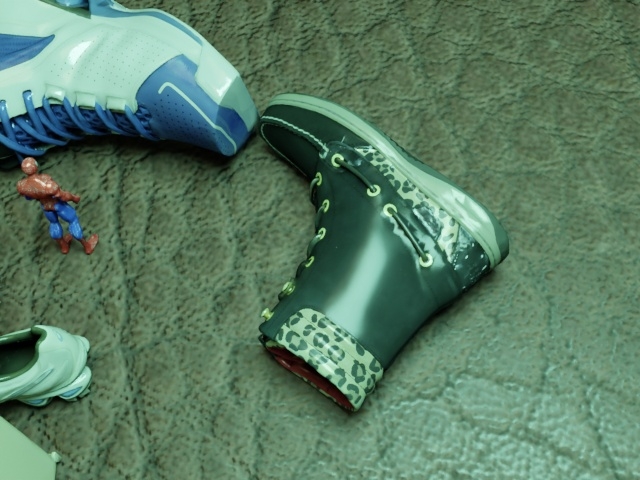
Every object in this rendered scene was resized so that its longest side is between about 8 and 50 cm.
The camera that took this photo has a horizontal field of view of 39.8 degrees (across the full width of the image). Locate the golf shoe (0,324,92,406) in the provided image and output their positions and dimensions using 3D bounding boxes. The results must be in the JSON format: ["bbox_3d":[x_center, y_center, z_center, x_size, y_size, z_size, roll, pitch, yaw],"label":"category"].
[{"bbox_3d":[-0.263,0.102,0.657,0.176,0.086,0.069,-23,62,-3],"label":"golf shoe"}]

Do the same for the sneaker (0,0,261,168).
[{"bbox_3d":[-0.217,-0.125,0.769,0.315,0.127,0.182,30,80,20],"label":"sneaker"}]

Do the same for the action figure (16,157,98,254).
[{"bbox_3d":[-0.212,-0.028,0.705,0.038,0.115,0.030,6,62,11],"label":"action figure"}]

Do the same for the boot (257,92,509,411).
[{"bbox_3d":[0.000,0.000,0.678,0.236,0.085,0.178,35,73,24],"label":"boot"}]

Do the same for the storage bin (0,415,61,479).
[{"bbox_3d":[-0.328,0.157,0.533,0.260,0.262,0.123,-5,59,6],"label":"storage bin"}]
